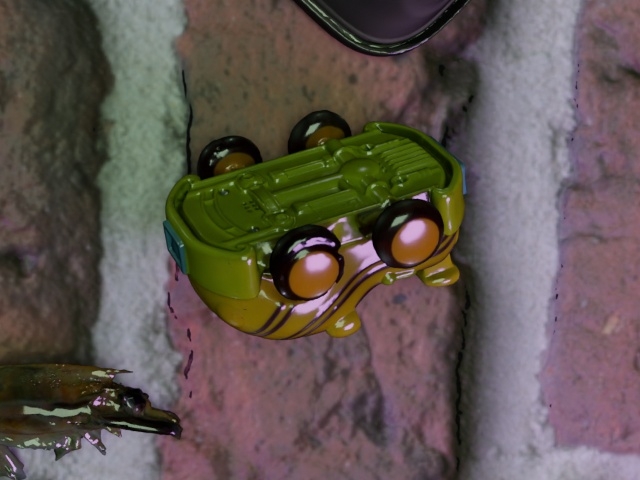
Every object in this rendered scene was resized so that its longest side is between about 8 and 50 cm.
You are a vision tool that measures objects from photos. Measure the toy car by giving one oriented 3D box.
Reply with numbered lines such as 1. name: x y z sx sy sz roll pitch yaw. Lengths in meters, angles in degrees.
1. toy car: 0.000 0.000 1.043 0.248 0.200 0.142 -16 123 -13

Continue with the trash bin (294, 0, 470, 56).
1. trash bin: 0.072 -0.290 0.994 0.220 0.250 0.219 42 82 -6

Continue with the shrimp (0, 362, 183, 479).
1. shrimp: -0.247 0.188 1.084 0.253 0.058 0.173 5 100 -3
